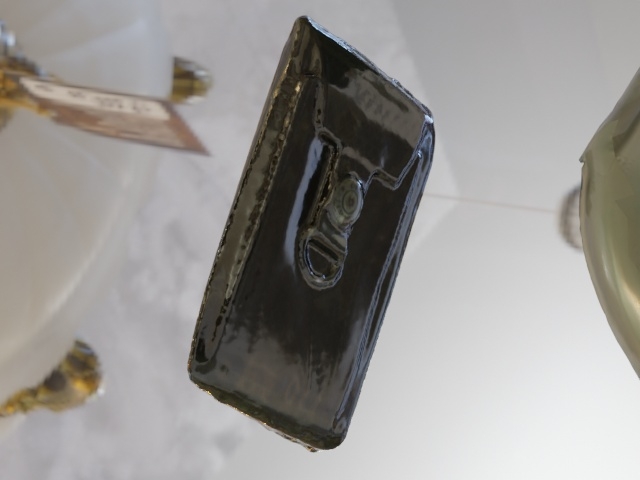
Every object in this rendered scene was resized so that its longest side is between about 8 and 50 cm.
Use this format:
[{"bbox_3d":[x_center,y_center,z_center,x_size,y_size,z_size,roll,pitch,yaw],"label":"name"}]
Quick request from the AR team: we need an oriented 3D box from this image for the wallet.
[{"bbox_3d":[0.000,0.000,0.942,0.168,0.052,0.245,37,-116,-50],"label":"wallet"}]

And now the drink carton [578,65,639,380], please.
[{"bbox_3d":[0.175,-0.035,0.277,0.185,0.191,0.190,-45,-12,-36],"label":"drink carton"}]
